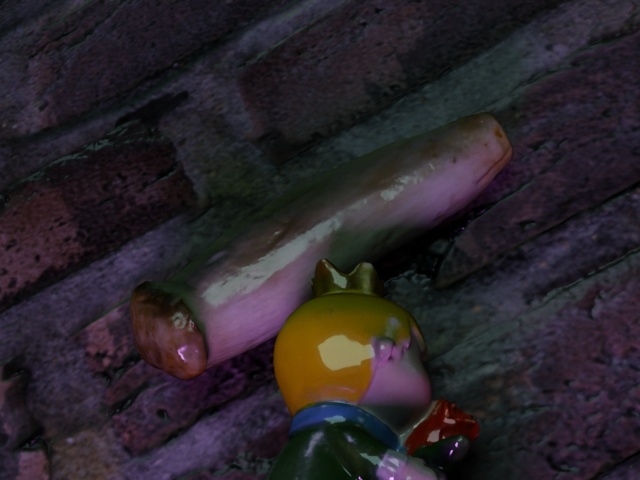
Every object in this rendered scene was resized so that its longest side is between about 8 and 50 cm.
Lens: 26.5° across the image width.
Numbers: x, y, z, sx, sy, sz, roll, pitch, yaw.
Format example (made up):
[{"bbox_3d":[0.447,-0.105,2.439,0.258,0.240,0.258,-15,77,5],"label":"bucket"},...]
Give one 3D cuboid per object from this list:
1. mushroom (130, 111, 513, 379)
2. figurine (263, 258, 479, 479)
[{"bbox_3d":[-0.002,-0.001,1.077,0.333,0.087,0.107,-34,39,-10],"label":"mushroom"},{"bbox_3d":[0.049,0.124,0.943,0.185,0.127,0.234,0,46,19],"label":"figurine"}]
